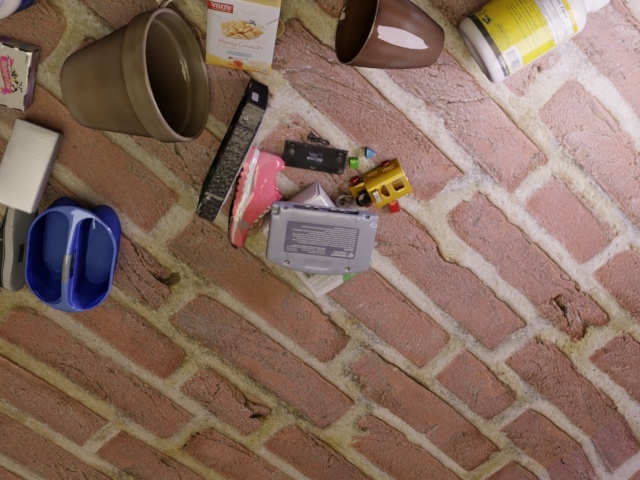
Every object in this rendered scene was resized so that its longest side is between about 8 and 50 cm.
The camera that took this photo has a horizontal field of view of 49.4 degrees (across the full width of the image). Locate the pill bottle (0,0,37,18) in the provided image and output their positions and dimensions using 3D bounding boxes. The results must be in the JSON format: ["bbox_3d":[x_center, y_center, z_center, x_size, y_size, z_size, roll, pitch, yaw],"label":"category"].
[{"bbox_3d":[-0.749,-0.595,1.606,0.153,0.272,0.152,-1,117,-3],"label":"pill bottle"}]

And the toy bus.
[{"bbox_3d":[0.160,-0.144,1.974,0.191,0.104,0.202,13,115,-9],"label":"toy bus"}]

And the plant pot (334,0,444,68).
[{"bbox_3d":[0.187,-0.518,1.752,0.231,0.215,0.215,10,117,-25],"label":"plant pot"}]

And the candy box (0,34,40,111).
[{"bbox_3d":[-0.839,-0.443,1.790,0.196,0.070,0.164,15,115,-10],"label":"candy box"}]

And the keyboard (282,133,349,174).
[{"bbox_3d":[-0.013,-0.248,1.960,0.180,0.023,0.108,9,122,-8],"label":"keyboard"}]

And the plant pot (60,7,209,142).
[{"bbox_3d":[-0.471,-0.390,1.734,0.281,0.323,0.323,-4,118,18],"label":"plant pot"}]

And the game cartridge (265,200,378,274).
[{"bbox_3d":[0.000,0.000,1.936,0.295,0.060,0.195,7,111,-6],"label":"game cartridge"}]

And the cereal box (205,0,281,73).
[{"bbox_3d":[-0.195,-0.519,1.729,0.173,0.047,0.240,8,153,-6],"label":"cereal box"}]

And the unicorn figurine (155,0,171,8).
[{"bbox_3d":[-0.354,-0.610,1.695,0.111,0.162,0.060,-42,151,0],"label":"unicorn figurine"}]

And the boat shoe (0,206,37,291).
[{"bbox_3d":[-0.888,-0.009,1.986,0.105,0.113,0.306,16,110,11],"label":"boat shoe"}]

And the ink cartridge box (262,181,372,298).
[{"bbox_3d":[-0.011,-0.001,2.029,0.201,0.117,0.278,-32,114,12],"label":"ink cartridge box"}]

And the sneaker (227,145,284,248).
[{"bbox_3d":[-0.181,-0.107,1.970,0.136,0.116,0.313,11,115,-10],"label":"sneaker"}]

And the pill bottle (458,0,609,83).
[{"bbox_3d":[0.533,-0.558,1.741,0.334,0.188,0.188,-31,114,12],"label":"pill bottle"}]

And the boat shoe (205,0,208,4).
[{"bbox_3d":[-0.207,-0.722,1.652,0.127,0.158,0.340,22,138,12],"label":"boat shoe"}]

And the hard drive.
[{"bbox_3d":[-0.230,-0.238,1.833,0.064,0.237,0.338,24,112,-14],"label":"hard drive"}]

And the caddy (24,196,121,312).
[{"bbox_3d":[-0.701,0.042,1.981,0.242,0.179,0.341,12,116,-8],"label":"caddy"}]

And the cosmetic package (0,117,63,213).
[{"bbox_3d":[-0.786,-0.199,1.865,0.117,0.085,0.231,21,93,-12],"label":"cosmetic package"}]

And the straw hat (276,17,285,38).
[{"bbox_3d":[-0.157,-0.568,1.766,0.145,0.144,0.061,9,71,-8],"label":"straw hat"}]
